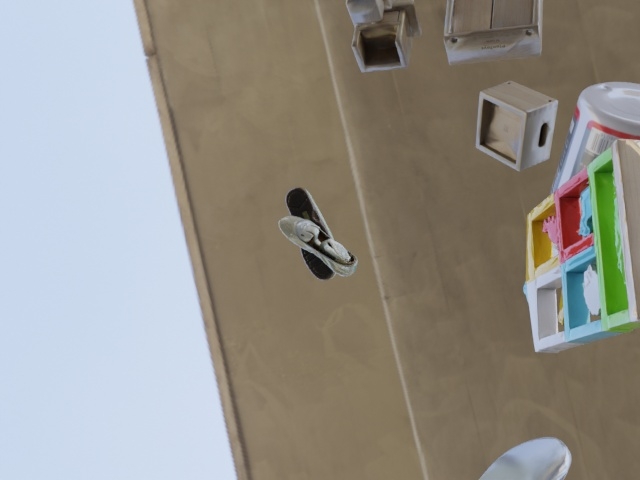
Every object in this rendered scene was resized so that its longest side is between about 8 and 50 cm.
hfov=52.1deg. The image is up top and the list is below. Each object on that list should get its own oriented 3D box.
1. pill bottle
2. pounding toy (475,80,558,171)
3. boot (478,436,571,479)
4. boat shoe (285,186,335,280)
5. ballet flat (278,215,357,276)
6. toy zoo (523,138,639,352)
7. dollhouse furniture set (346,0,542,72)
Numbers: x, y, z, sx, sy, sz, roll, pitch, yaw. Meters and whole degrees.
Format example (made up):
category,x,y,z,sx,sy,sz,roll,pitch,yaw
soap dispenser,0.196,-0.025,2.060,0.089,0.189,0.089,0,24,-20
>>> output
category,x,y,z,sx,sy,sz,roll,pitch,yaw
pill bottle,0.450,-0.086,1.025,0.161,0.161,0.283,16,-51,16
pounding toy,0.341,-0.194,1.140,0.130,0.100,0.141,43,-32,45
boot,0.303,0.424,1.024,0.258,0.095,0.123,-40,-68,8
boat shoe,-0.006,-0.013,1.274,0.068,0.072,0.190,-20,-101,15
ballet flat,0.000,0.000,1.199,0.168,0.057,0.052,35,-32,3
toy zoo,0.305,0.027,0.787,0.030,0.293,0.192,3,-106,-4
dollhouse furniture set,0.140,-0.363,0.646,0.303,0.355,0.174,-1,-119,22
